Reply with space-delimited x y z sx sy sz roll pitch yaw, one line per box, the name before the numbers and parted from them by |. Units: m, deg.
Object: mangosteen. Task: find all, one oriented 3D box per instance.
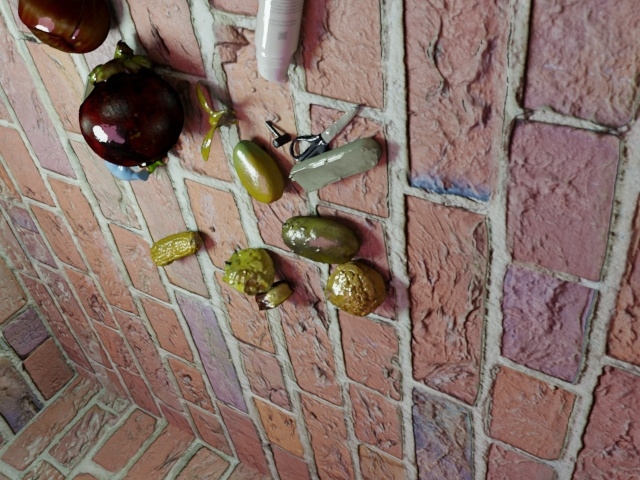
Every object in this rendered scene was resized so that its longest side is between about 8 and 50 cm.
mangosteen | -0.525 -0.355 1.766 0.311 0.311 0.311 23 140 21

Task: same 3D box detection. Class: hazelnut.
hazelnut | -0.674 -0.615 1.702 0.229 0.229 0.229 23 140 21

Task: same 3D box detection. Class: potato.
potato | 0.000 0.000 1.804 0.251 0.113 0.149 20 140 25

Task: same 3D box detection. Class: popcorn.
popcorn | -0.236 0.099 2.061 0.173 0.173 0.142 26 165 18

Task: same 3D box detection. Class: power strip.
power strip | 0.041 -0.192 1.607 0.286 0.048 0.080 -16 129 43

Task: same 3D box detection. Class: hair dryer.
hair dryer | -0.121 -0.285 1.682 0.083 0.047 0.026 51 144 9

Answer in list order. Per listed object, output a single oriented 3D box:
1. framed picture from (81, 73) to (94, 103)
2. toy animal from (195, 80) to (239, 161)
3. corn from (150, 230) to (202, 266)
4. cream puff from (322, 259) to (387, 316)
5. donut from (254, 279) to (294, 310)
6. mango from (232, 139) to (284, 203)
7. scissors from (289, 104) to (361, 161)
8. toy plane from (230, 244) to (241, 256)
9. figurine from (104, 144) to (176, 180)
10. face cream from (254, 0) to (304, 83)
framed picture | -0.677 -0.420 2.039 0.203 0.015 0.150 41 143 -3
toy animal | -0.270 -0.337 1.715 0.155 0.095 0.219 -10 90 46
corn | -0.520 0.022 2.291 0.313 0.102 0.102 -20 113 47
cream puff | 0.094 0.146 1.862 0.189 0.129 0.189 21 136 22
donut | -0.155 0.182 2.112 0.140 0.140 0.059 -18 104 48
mango | -0.176 -0.192 1.778 0.130 0.092 0.194 -6 119 46
scissors | 0.017 -0.263 1.599 0.109 0.022 0.300 42 142 -9
toy plane | -0.275 0.056 2.164 0.083 0.033 0.080 14 122 30
figurine | -0.568 -0.275 2.005 0.263 0.143 0.162 -19 122 30
face cream | -0.088 -0.501 1.381 0.102 0.102 0.345 31 141 13
